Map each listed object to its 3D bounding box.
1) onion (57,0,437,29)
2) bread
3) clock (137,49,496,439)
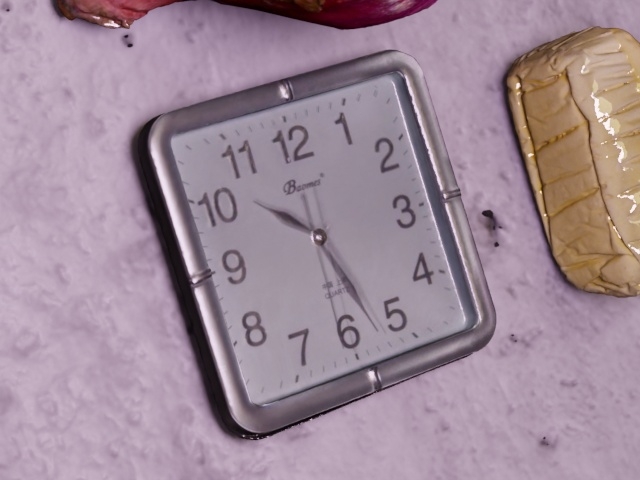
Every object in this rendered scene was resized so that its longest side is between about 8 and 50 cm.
[{"bbox_3d":[-0.050,-0.292,1.503,0.385,0.348,0.348,-34,102,12],"label":"onion"},{"bbox_3d":[0.255,-0.070,1.695,0.106,0.140,0.236,-19,95,-31],"label":"bread"},{"bbox_3d":[0.000,0.000,1.604,0.273,0.049,0.279,-18,92,-29],"label":"clock"}]
